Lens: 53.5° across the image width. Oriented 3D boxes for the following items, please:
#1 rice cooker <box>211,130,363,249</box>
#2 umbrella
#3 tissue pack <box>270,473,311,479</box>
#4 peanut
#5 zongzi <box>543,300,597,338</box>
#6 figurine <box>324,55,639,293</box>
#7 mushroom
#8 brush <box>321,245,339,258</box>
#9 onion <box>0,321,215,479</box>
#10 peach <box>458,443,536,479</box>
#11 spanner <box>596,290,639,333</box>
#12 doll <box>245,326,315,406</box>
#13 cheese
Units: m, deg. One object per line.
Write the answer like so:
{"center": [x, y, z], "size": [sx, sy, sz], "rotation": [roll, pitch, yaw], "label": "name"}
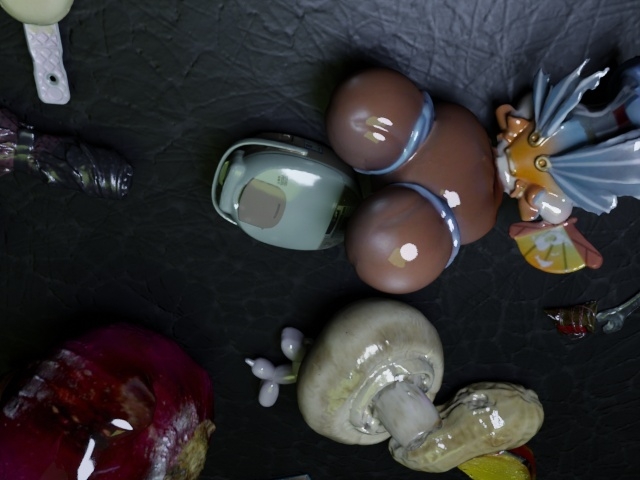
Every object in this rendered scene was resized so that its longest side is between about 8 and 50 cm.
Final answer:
{"center": [-0.042, -0.069, 0.873], "size": [0.206, 0.127, 0.145], "rotation": [18, 123, -8], "label": "rice cooker"}
{"center": [-0.414, -0.129, 0.856], "size": [0.325, 0.090, 0.094], "rotation": [18, 146, -12], "label": "umbrella"}
{"center": [-0.090, 0.574, 1.352], "size": [0.169, 0.082, 0.120], "rotation": [-14, 125, 10], "label": "tissue pack"}
{"center": [0.259, 0.339, 1.156], "size": [0.290, 0.130, 0.130], "rotation": [-27, 121, 17], "label": "peanut"}
{"center": [0.419, 0.140, 1.067], "size": [0.083, 0.067, 0.074], "rotation": [2, 139, 22], "label": "zongzi"}
{"center": [0.218, -0.089, 0.788], "size": [0.387, 0.277, 0.248], "rotation": [-11, 168, 13], "label": "figurine"}
{"center": [0.093, 0.230, 1.000], "size": [0.253, 0.234, 0.260], "rotation": [-29, 130, -11], "label": "mushroom"}
{"center": [0.000, 0.000, 0.990], "size": [0.024, 0.008, 0.083], "rotation": [-33, 118, 23], "label": "brush"}
{"center": [-0.406, 0.302, 1.031], "size": [0.419, 0.398, 0.399], "rotation": [22, 128, 21], "label": "onion"}
{"center": [0.334, 0.425, 1.238], "size": [0.172, 0.092, 0.127], "rotation": [18, 119, 2], "label": "peach"}
{"center": [0.550, 0.067, 1.026], "size": [0.054, 0.015, 0.254], "rotation": [30, 120, -19], "label": "spanner"}
{"center": [-0.048, 0.221, 1.117], "size": [0.160, 0.059, 0.160], "rotation": [-7, 126, 7], "label": "doll"}
{"center": [-0.346, -0.286, 0.767], "size": [0.127, 0.050, 0.256], "rotation": [5, 125, -3], "label": "cheese"}
